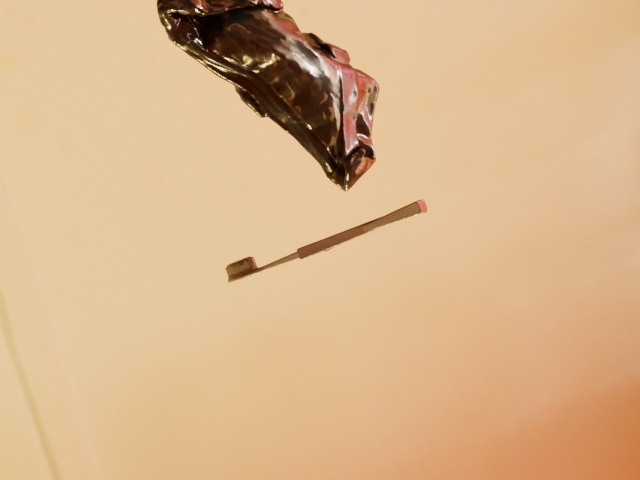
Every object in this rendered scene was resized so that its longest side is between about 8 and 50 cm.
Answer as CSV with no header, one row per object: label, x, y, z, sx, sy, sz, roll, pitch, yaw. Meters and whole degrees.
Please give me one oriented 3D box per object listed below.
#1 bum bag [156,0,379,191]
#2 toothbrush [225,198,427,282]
bum bag,-0.038,-0.153,1.420,0.248,0.102,0.069,43,-49,-20
toothbrush,0.001,0.002,1.339,0.194,0.014,0.017,-18,-88,31
